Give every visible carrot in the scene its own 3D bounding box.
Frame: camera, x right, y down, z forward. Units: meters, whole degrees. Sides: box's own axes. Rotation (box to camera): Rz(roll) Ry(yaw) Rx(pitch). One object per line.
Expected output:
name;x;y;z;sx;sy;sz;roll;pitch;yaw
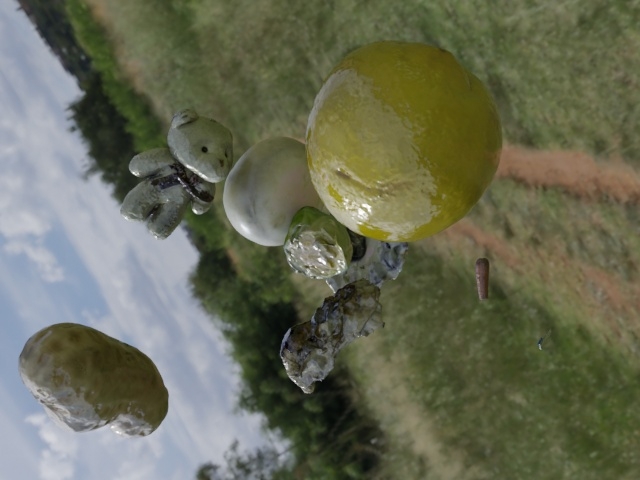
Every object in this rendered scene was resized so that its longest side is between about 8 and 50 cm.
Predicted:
carrot;0.361;0.084;2.084;0.032;0.032;0.093;-129;34;-78

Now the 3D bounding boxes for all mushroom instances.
mushroom;-0.108;-0.115;2.080;0.202;0.246;0.246;31;157;47

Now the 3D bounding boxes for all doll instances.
doll;-0.286;-0.124;1.934;0.149;0.278;0.175;43;-169;31

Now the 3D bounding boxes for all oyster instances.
oyster;0.014;0.159;1.691;0.107;0.233;0.161;39;177;-14
oyster;0.123;-0.019;2.618;0.115;0.237;0.352;137;126;-78

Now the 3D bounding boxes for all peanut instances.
peanut;-0.416;0.279;1.782;0.169;0.192;0.387;7;161;32

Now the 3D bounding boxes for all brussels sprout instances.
brussels sprout;0.000;-0.002;1.997;0.151;0.149;0.122;122;167;-49

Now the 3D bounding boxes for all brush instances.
brush;0.544;0.238;2.277;0.083;0.013;0.016;-40;-56;-48

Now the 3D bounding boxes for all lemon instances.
lemon;0.132;-0.160;1.547;0.348;0.348;0.348;60;178;3
